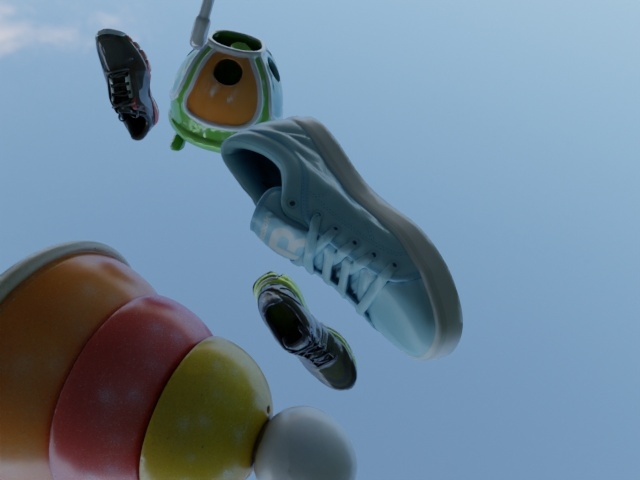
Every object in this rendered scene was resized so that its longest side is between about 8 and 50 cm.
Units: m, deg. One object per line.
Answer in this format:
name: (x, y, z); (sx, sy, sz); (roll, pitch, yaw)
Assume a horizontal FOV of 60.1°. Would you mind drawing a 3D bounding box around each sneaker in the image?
sneaker: (-0.033, 0.204, 1.118); (0.111, 0.121, 0.300); (-39, -77, 11)
sneaker: (-0.257, -0.202, 0.740); (0.061, 0.158, 0.065); (-5, -132, 6)
sneaker: (0.000, 0.000, 0.633); (0.150, 0.135, 0.366); (-16, -127, -32)

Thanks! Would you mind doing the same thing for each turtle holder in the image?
turtle holder: (-0.174, -0.314, 1.167); (0.243, 0.227, 0.320); (26, -146, 16)

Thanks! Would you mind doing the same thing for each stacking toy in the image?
stacking toy: (-0.186, 0.225, 0.707); (0.479, 0.351, 0.351); (18, -122, 15)

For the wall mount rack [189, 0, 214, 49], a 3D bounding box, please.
wall mount rack: (-0.173, -0.398, 0.575); (0.350, 0.130, 0.304); (20, -100, -11)
